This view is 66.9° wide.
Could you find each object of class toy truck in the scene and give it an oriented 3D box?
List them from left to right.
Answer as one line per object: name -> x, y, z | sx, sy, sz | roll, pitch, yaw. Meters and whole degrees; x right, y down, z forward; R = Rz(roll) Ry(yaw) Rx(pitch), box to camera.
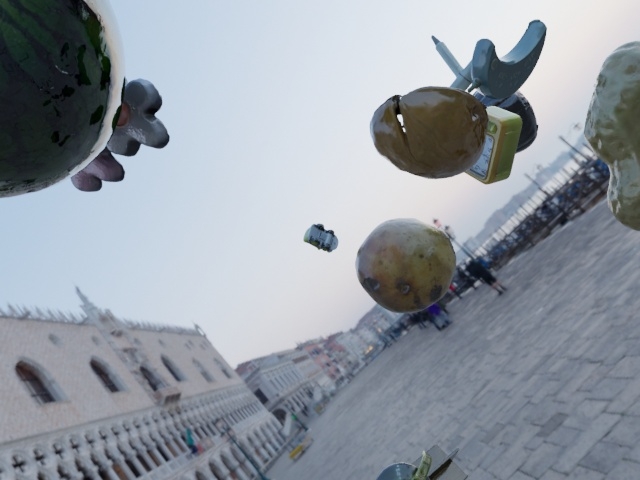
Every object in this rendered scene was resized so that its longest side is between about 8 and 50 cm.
toy truck -> 0.000, 0.000, 1.564 | 0.077, 0.111, 0.076 | -32, 34, 53

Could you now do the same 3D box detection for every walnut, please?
walnut -> 0.177, -0.145, 0.740 | 0.211, 0.086, 0.167 | 15, -32, -40

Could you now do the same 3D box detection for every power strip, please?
power strip -> 0.441, -0.422, 1.164 | 0.253, 0.054, 0.167 | -30, -45, -26

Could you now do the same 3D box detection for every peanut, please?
peanut -> 0.639, -0.197, 0.965 | 0.192, 0.386, 0.170 | -7, 13, 40

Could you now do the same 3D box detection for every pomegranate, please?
pomegranate -> 0.241, 0.066, 1.368 | 0.281, 0.281, 0.281 | -41, -14, -12

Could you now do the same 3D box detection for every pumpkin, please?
pumpkin -> 0.660, -0.441, 1.831 | 0.296, 0.296, 0.296 | -41, -14, -12

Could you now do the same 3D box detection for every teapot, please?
teapot -> 0.185, 0.525, 1.018 | 0.165, 0.130, 0.119 | -59, -11, -3

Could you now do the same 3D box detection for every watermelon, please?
watermelon -> -0.392, -0.209, 0.539 | 0.363, 0.363, 0.363 | -41, -14, -12

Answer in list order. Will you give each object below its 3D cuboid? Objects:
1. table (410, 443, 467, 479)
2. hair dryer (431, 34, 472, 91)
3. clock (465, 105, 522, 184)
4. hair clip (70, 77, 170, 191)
table -> 0.336, 0.731, 1.483 | 0.227, 0.167, 0.167 | -18, -26, -38
hair dryer -> 0.333, -0.468, 1.293 | 0.154, 0.183, 0.044 | -52, -24, 25
clock -> 0.497, -0.280, 1.427 | 0.096, 0.143, 0.202 | -18, -53, -24
hair clip -> -0.342, -0.173, 0.773 | 0.257, 0.146, 0.075 | -30, 21, 20
